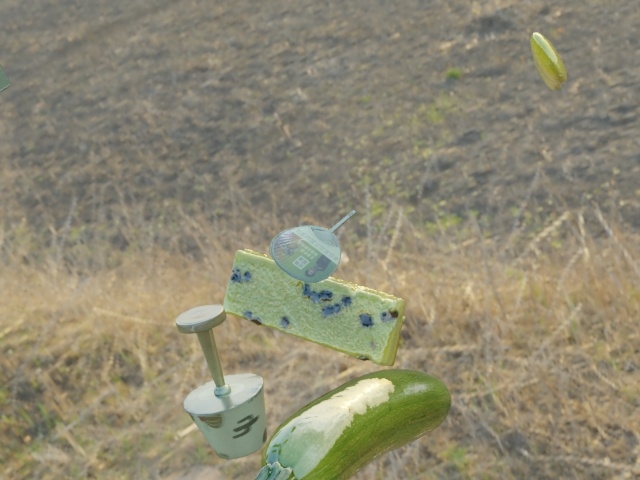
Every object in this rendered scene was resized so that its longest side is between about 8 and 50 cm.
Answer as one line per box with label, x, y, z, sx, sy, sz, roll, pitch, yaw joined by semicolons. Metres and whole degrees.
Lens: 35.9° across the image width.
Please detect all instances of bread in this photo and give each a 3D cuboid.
bread;-0.013;0.132;1.952;0.361;0.138;0.077;17;4;15

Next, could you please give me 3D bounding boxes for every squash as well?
squash;0.028;0.146;0.771;0.069;0.069;0.258;-3;5;35

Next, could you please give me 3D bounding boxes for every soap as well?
soap;0.359;-0.283;1.561;0.033;0.089;0.168;-29;-3;11

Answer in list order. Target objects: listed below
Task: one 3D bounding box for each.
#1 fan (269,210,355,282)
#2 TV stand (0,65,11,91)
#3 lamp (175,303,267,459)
fan;0.000;0.007;0.805;0.080;0.003;0.060;-17;54;-7
TV stand;-0.571;-0.257;1.485;0.088;0.082;0.269;-38;33;-27
lamp;-0.144;0.203;1.419;0.121;0.214;0.121;-13;17;4
